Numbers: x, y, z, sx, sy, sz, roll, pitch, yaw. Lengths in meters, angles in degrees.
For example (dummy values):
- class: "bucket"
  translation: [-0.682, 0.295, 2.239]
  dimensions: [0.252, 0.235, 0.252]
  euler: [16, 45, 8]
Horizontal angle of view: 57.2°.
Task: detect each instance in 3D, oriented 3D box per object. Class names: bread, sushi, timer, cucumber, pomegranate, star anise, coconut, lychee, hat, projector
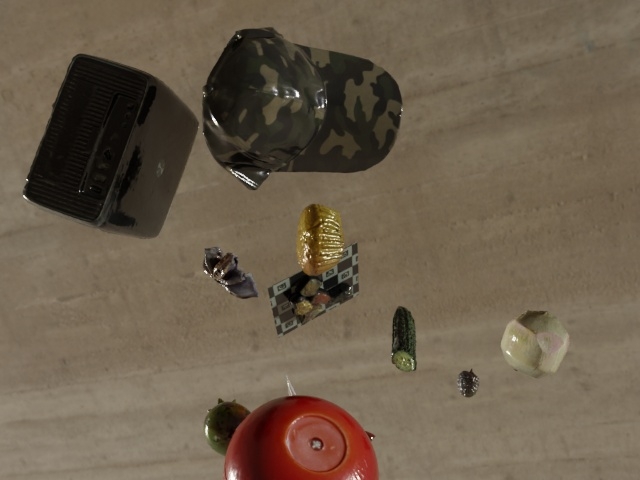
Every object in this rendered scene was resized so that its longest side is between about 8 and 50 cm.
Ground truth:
- class: "bread"
  translation: [-0.003, 0.001, 1.874]
  dimensions: [0.139, 0.239, 0.240]
  euler: [7, -164, -9]
- class: "sushi"
  translation: [0.002, 0.202, 2.081]
  dimensions: [0.359, 0.343, 0.064]
  euler: [-27, -125, -16]
- class: "timer"
  translation: [-0.045, 0.560, 1.422]
  dimensions: [0.378, 0.279, 0.378]
  euler: [13, -144, -9]
- class: "cucumber"
  translation: [0.244, 0.280, 1.707]
  dimensions: [0.077, 0.077, 0.265]
  euler: [-12, -155, 16]
- class: "pomegranate"
  translation: [-0.258, 0.527, 1.703]
  dimensions: [0.156, 0.156, 0.220]
  euler: [-16, -159, 4]
- class: "star anise"
  translation: [-0.257, 0.089, 1.662]
  dimensions: [0.093, 0.229, 0.236]
  euler: [-47, 165, -16]
- class: "coconut"
  translation: [0.768, 0.356, 2.087]
  dimensions: [0.227, 0.230, 0.227]
  euler: [21, -168, -5]
- class: "lychee"
  translation: [0.418, 0.402, 1.654]
  dimensions: [0.068, 0.067, 0.083]
  euler: [-5, -126, 50]
- class: "hat"
  translation: [-0.027, -0.286, 1.242]
  dimensions: [0.382, 0.366, 0.257]
  euler: [3, -175, 14]
- class: "projector"
  translation: [-0.522, -0.223, 1.514]
  dimensions: [0.242, 0.395, 0.405]
  euler: [20, 179, 6]

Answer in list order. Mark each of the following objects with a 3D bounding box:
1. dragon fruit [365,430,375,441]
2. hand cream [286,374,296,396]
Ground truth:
- class: "dragon fruit"
  translation: [0.005, 0.746, 1.775]
  dimensions: [0.302, 0.330, 0.240]
  euler: [14, -172, -15]
- class: "hand cream"
  translation: [-0.077, 0.548, 1.928]
  dimensions: [0.038, 0.216, 0.052]
  euler: [-1, 144, -36]
